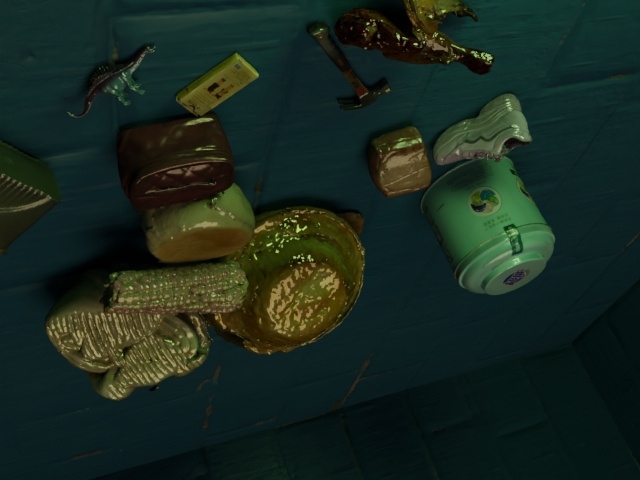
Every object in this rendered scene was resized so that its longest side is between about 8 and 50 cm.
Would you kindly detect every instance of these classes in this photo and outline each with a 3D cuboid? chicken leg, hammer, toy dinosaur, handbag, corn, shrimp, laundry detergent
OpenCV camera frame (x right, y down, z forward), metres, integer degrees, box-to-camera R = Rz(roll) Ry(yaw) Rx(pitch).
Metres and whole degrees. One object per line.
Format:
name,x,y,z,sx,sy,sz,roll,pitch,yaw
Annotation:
chicken leg,0.172,-0.371,1.454,0.322,0.177,0.083,3,108,-39
hammer,0.048,-0.343,1.536,0.111,0.033,0.287,-29,151,11
toy dinosaur,-0.358,-0.271,1.355,0.197,0.045,0.080,-35,138,9
handbag,-0.283,-0.150,1.528,0.225,0.135,0.146,-14,156,-19
corn,-0.324,0.111,1.753,0.335,0.127,0.127,-2,147,-27
shrimp,0.003,-0.010,2.071,0.254,0.059,0.145,-16,149,-13
laundry detergent,0.459,-0.027,2.108,0.287,0.305,0.287,-18,152,-10
shrimp,0.215,-0.422,1.450,0.066,0.117,0.262,4,175,39

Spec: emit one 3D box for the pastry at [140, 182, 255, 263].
pastry,-0.271,-0.043,1.703,0.264,0.133,0.265,-14,164,-4

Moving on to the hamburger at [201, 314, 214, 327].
hamburger,-0.245,0.176,2.177,0.206,0.130,0.183,29,123,-35

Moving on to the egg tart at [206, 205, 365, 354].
egg tart,-0.068,0.125,1.965,0.443,0.178,0.443,-11,121,-19

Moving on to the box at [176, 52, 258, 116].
box,-0.194,-0.291,1.464,0.149,0.020,0.073,-31,152,15

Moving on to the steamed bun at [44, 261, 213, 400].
steamed bun,-0.461,0.205,1.924,0.393,0.237,0.347,18,114,-12

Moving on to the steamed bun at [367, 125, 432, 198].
steamed bun,0.183,-0.186,1.847,0.144,0.106,0.175,-16,139,-1

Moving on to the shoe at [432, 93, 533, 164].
shoe,0.389,-0.234,1.870,0.245,0.138,0.095,-33,146,19

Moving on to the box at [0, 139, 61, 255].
box,-0.620,-0.095,1.395,0.178,0.138,0.274,-35,153,10
